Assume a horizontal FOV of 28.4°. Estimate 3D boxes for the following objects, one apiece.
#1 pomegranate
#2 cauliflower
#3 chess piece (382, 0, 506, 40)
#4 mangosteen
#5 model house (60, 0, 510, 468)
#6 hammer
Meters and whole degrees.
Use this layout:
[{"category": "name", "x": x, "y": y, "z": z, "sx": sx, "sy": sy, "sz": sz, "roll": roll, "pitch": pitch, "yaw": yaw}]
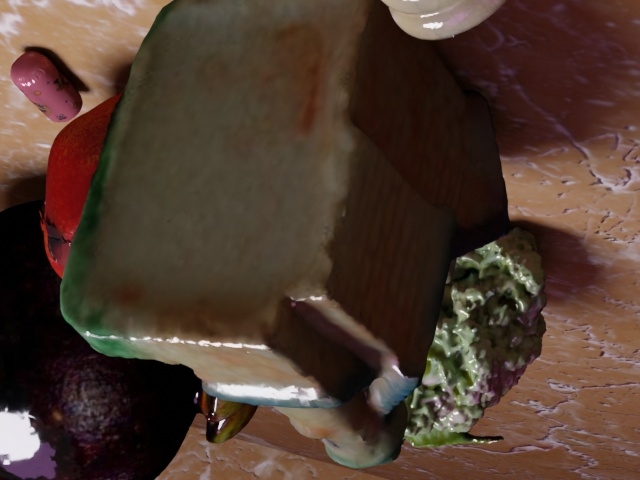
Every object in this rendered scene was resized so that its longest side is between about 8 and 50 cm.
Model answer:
[{"category": "pomegranate", "x": -0.150, "y": -0.036, "z": 1.142, "sx": 0.210, "sy": 0.210, "sz": 0.235, "roll": 19, "pitch": -172, "yaw": -11}, {"category": "cauliflower", "x": 0.088, "y": 0.068, "z": 1.268, "sx": 0.315, "sy": 0.256, "sz": 0.239, "roll": 50, "pitch": 157, "yaw": -5}, {"category": "chess piece", "x": 0.039, "y": -0.200, "z": 0.737, "sx": 0.094, "sy": 0.094, "sz": 0.170, "roll": -4, "pitch": 149, "yaw": 40}, {"category": "mangosteen", "x": -0.253, "y": 0.140, "z": 1.440, "sx": 0.435, "sy": 0.382, "sz": 0.382, "roll": 6, "pitch": 160, "yaw": -3}, {"category": "model house", "x": 0.000, "y": 0.000, "z": 0.969, "sx": 0.245, "sy": 0.312, "sz": 0.280, "roll": -2, "pitch": 152, "yaw": 31}, {"category": "hammer", "x": -0.251, "y": -0.140, "z": 1.154, "sx": 0.043, "sy": 0.043, "sz": 0.083, "roll": 6, "pitch": 160, "yaw": 22}]
